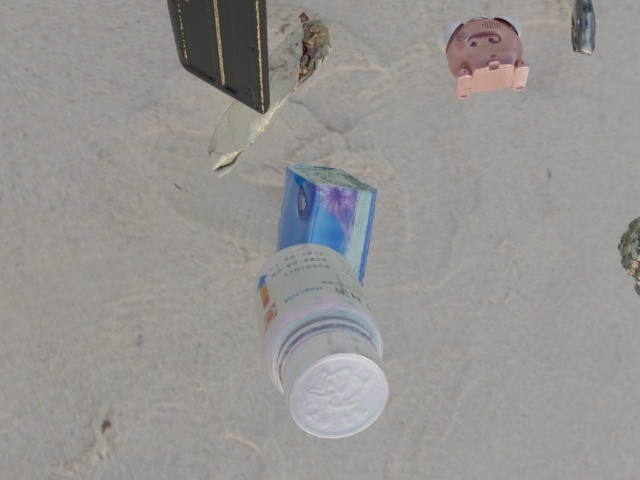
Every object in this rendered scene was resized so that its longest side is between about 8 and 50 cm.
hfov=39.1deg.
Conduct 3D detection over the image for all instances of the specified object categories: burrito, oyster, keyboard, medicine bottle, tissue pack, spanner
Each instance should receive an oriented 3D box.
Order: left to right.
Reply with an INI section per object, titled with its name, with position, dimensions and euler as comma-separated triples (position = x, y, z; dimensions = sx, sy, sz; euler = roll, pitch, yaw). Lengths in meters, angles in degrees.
[keyboard]
position = -0.080, -0.169, 0.672
dimensions = 0.041, 0.103, 0.381
euler = -44, 156, -34
[burrito]
position = -0.107, -0.267, 1.731
dimensions = 0.076, 0.117, 0.392
euler = 16, 135, -37
[medicine bottle]
position = -0.002, 0.136, 1.286
dimensions = 0.170, 0.293, 0.170
euler = -4, 117, -8
[tissue pack]
position = 0.000, 0.000, 1.744
dimensions = 0.146, 0.198, 0.263
euler = 4, 105, -21
[spanner]
position = 0.195, -0.261, 0.684
dimensions = 0.015, 0.054, 0.254
euler = -2, 85, 8
[oyster]
position = 0.520, 0.024, 1.401
dimensions = 0.064, 0.125, 0.177
euler = -45, 123, -37

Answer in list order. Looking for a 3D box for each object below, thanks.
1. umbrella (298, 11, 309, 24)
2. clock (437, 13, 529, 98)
[umbrella]
position = -0.032, -0.416, 1.951
dimensions = 0.025, 0.027, 0.165
euler = -2, 129, 0
[clock]
position = 0.316, -0.369, 1.737
dimensions = 0.166, 0.162, 0.093
euler = -9, 150, 1
